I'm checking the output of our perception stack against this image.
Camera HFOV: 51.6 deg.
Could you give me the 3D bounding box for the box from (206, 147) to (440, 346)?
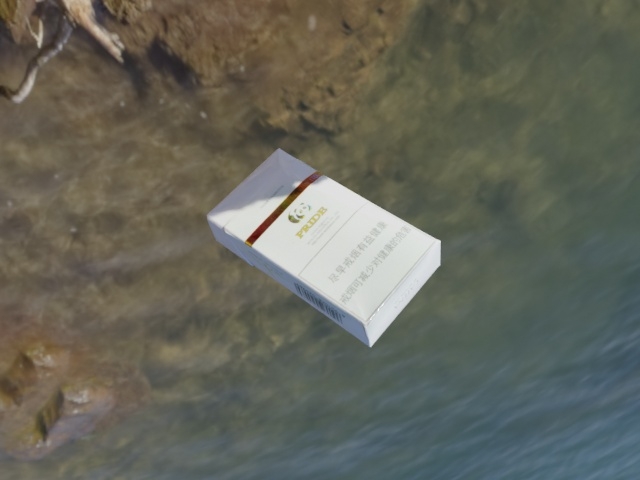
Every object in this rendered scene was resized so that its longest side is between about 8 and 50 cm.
[{"bbox_3d":[0.000,0.000,0.482,0.084,0.154,0.040,-48,151,-19],"label":"box"}]
